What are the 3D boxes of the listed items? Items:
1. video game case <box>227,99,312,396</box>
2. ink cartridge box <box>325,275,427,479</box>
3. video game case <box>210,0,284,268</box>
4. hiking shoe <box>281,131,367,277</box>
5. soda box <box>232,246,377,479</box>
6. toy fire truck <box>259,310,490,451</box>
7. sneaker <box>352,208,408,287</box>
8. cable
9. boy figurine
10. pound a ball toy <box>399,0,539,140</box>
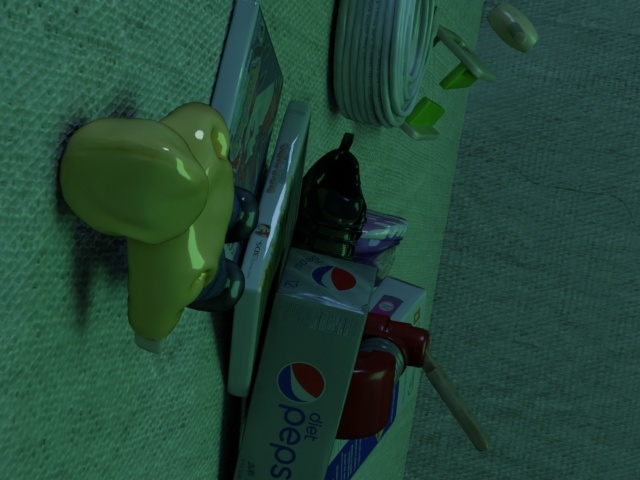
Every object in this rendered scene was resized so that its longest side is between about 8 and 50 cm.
[{"bbox_3d":[-0.050,0.011,1.794,0.227,0.026,0.206,100,4,-60],"label":"video game case"},{"bbox_3d":[0.018,0.215,2.249,0.371,0.069,0.175,-51,152,-45],"label":"ink cartridge box"},{"bbox_3d":[-0.072,-0.083,1.644,0.183,0.023,0.201,70,31,-73],"label":"video game case"},{"bbox_3d":[0.000,0.000,1.949,0.114,0.086,0.227,110,-14,-58],"label":"hiking shoe"},{"bbox_3d":[-0.021,0.156,1.871,0.098,0.091,0.286,-74,178,-61],"label":"soda box"},{"bbox_3d":[0.064,0.155,2.035,0.217,0.246,0.158,-60,158,-66],"label":"toy fire truck"},{"bbox_3d":[0.053,0.014,2.341,0.236,0.095,0.104,-3,110,-82],"label":"sneaker"},{"bbox_3d":[0.077,-0.260,2.184,0.257,0.089,0.257,83,19,-59],"label":"cable"},{"bbox_3d":[-0.105,-0.012,1.295,0.285,0.092,0.177,47,54,-78],"label":"boy figurine"},{"bbox_3d":[0.166,-0.249,2.494,0.208,0.136,0.319,-45,176,10],"label":"pound a ball toy"}]
